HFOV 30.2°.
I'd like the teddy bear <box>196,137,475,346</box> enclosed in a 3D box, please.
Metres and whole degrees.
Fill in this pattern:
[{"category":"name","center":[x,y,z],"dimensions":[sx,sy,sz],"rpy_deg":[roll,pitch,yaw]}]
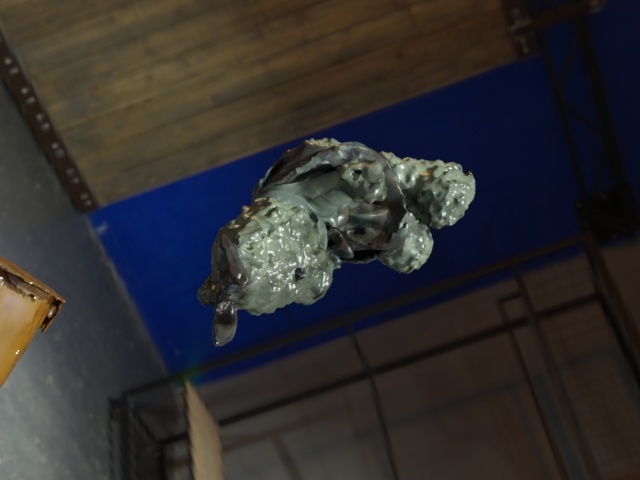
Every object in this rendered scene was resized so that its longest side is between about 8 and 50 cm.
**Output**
[{"category":"teddy bear","center":[-0.006,-0.018,0.782],"dimensions":[0.111,0.213,0.133],"rpy_deg":[56,-39,18]}]

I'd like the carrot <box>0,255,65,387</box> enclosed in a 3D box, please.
[{"category":"carrot","center":[-0.259,0.083,0.539],"dimensions":[0.196,0.254,0.196],"rpy_deg":[31,-5,3]}]
